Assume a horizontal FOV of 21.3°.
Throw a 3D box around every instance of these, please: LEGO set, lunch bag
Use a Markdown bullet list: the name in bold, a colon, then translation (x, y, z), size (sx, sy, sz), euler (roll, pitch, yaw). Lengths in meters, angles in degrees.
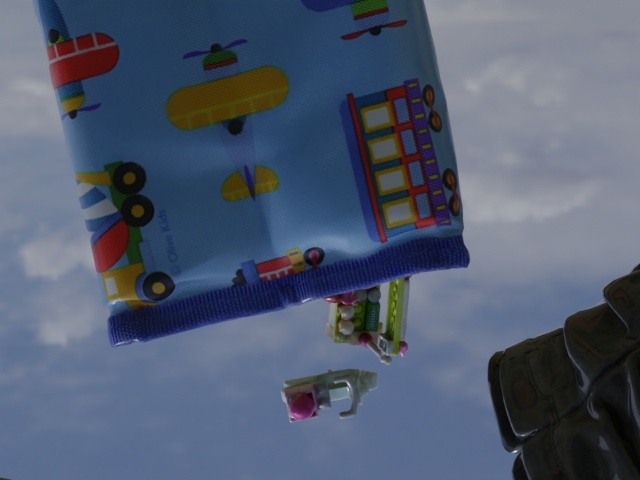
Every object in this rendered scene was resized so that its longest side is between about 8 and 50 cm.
- **LEGO set**: translation (0.000, 0.000, 1.285), size (0.132, 0.287, 0.107), euler (-21, -164, -9)
- **lunch bag**: translation (-0.016, -0.090, 0.730), size (0.138, 0.221, 0.293), euler (-14, -179, 9)

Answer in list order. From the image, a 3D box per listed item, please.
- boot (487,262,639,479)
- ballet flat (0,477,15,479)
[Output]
- **boot**: translation (0.185, 0.020, 0.925), size (0.222, 0.118, 0.338), euler (-33, -151, 24)
- **ballet flat**: translation (-0.185, 0.126, 0.766), size (0.213, 0.072, 0.068), euler (5, -156, -3)
